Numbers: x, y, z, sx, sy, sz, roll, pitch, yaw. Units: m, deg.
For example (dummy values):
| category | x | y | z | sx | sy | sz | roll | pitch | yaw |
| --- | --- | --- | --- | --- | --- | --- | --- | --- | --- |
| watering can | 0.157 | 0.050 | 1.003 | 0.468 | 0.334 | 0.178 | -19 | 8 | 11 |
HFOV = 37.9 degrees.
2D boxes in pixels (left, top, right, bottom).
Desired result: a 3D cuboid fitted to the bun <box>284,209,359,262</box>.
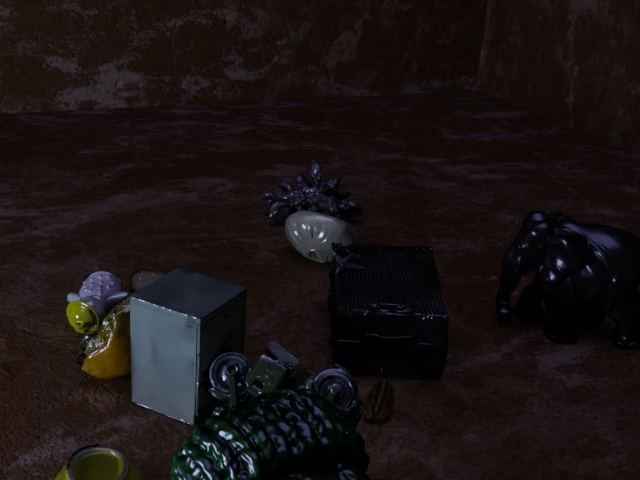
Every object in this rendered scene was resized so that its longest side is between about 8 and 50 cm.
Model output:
| category | x | y | z | sx | sy | sz | roll | pitch | yaw |
| --- | --- | --- | --- | --- | --- | --- | --- | --- | --- |
| bun | 0.000 | 0.000 | 2.236 | 0.183 | 0.102 | 0.183 | 15 | -12 | 3 |

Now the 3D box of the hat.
| category | x | y | z | sx | sy | sz | roll | pitch | yaw |
| --- | --- | --- | --- | --- | --- | --- | --- | --- | --- |
| hat | -0.017 | 0.359 | 1.210 | 0.274 | 0.242 | 0.332 | -26 | 48 | -30 |

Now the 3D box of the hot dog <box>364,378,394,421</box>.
| category | x | y | z | sx | sy | sz | roll | pitch | yaw |
| --- | --- | --- | --- | --- | --- | --- | --- | --- | --- |
| hot dog | 0.105 | 0.281 | 1.655 | 0.049 | 0.037 | 0.122 | 11 | 24 | 6 |

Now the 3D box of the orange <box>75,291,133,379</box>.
| category | x | y | z | sx | sy | sz | roll | pitch | yaw |
| --- | --- | --- | --- | --- | --- | --- | --- | --- | --- |
| orange | -0.351 | 0.181 | 1.657 | 0.112 | 0.170 | 0.160 | 47 | 60 | 2 |

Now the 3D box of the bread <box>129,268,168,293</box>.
| category | x | y | z | sx | sy | sz | roll | pitch | yaw |
| --- | --- | --- | --- | --- | --- | --- | --- | --- | --- |
| bread | -0.346 | 0.108 | 1.982 | 0.126 | 0.044 | 0.129 | 9 | 19 | -9 |

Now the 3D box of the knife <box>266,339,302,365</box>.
| category | x | y | z | sx | sy | sz | roll | pitch | yaw |
| --- | --- | --- | --- | --- | --- | --- | --- | --- | --- |
| knife | -0.055 | 0.225 | 1.715 | 0.047 | 0.017 | 0.298 | 2 | 7 | -18 |

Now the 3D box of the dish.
| category | x | y | z | sx | sy | sz | roll | pitch | yaw |
| --- | --- | --- | --- | --- | --- | --- | --- | --- | --- |
| dish | -0.319 | 0.350 | 1.343 | 0.148 | 0.080 | 0.208 | 2 | 24 | -9 |

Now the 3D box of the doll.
| category | x | y | z | sx | sy | sz | roll | pitch | yaw |
| --- | --- | --- | --- | --- | --- | --- | --- | --- | --- |
| doll | -0.451 | 0.124 | 1.868 | 0.129 | 0.081 | 0.207 | -1 | 24 | 6 |

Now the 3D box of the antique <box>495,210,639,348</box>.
| category | x | y | z | sx | sy | sz | roll | pitch | yaw |
| --- | --- | --- | --- | --- | --- | --- | --- | --- | --- |
| antique | 0.541 | 0.074 | 1.974 | 0.322 | 0.255 | 0.185 | 5 | 24 | 6 |

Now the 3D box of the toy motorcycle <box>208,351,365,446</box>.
| category | x | y | z | sx | sy | sz | roll | pitch | yaw |
| --- | --- | --- | --- | --- | --- | --- | --- | --- | --- |
| toy motorcycle | -0.053 | 0.253 | 1.463 | 0.275 | 0.205 | 0.127 | 19 | 68 | 3 |

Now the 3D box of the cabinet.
| category | x | y | z | sx | sy | sz | roll | pitch | yaw |
| --- | --- | --- | --- | --- | --- | --- | --- | --- | --- |
| cabinet | -0.225 | 0.181 | 1.604 | 0.150 | 0.206 | 0.145 | 14 | 24 | 23 |

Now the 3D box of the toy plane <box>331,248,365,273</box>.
| category | x | y | z | sx | sy | sz | roll | pitch | yaw |
| --- | --- | --- | --- | --- | --- | --- | --- | --- | --- |
| toy plane | 0.050 | 0.042 | 1.859 | 0.078 | 0.024 | 0.084 | 28 | 31 | 12 |

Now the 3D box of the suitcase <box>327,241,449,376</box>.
| category | x | y | z | sx | sy | sz | roll | pitch | yaw |
| --- | --- | --- | --- | --- | --- | --- | --- | --- | --- |
| suitcase | 0.131 | 0.135 | 1.880 | 0.229 | 0.152 | 0.335 | 2 | 25 | -1 |

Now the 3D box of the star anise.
| category | x | y | z | sx | sy | sz | roll | pitch | yaw |
| --- | --- | --- | --- | --- | --- | --- | --- | --- | --- |
| star anise | -0.026 | -0.110 | 2.494 | 0.282 | 0.129 | 0.212 | 4 | 38 | 8 |
